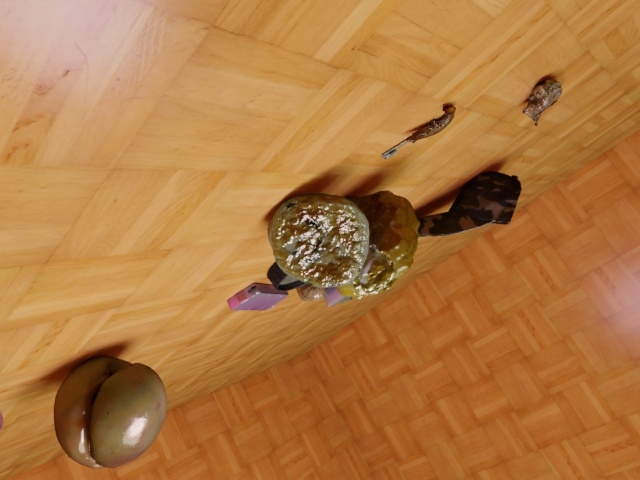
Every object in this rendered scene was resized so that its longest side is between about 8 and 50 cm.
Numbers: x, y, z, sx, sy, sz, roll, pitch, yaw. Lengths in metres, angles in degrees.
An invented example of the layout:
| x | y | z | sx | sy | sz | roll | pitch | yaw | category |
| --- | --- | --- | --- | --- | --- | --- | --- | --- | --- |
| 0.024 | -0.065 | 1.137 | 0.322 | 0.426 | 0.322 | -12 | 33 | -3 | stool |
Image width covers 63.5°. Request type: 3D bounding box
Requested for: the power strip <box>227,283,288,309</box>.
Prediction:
| x | y | z | sx | sy | sz | roll | pitch | yaw | category |
| --- | --- | --- | --- | --- | --- | --- | --- | --- | --- |
| -0.194 | 0.185 | 1.666 | 0.109 | 0.037 | 0.279 | -34 | 164 | 12 | power strip |

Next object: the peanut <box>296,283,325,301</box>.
| x | y | z | sx | sy | sz | roll | pitch | yaw | category |
| --- | --- | --- | --- | --- | --- | --- | --- | --- | --- |
| -0.037 | 0.164 | 1.742 | 0.082 | 0.082 | 0.187 | -25 | -178 | -17 | peanut |

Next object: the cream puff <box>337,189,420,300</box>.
| x | y | z | sx | sy | sz | roll | pitch | yaw | category |
| --- | --- | --- | --- | --- | --- | --- | --- | --- | --- |
| 0.130 | 0.018 | 1.283 | 0.282 | 0.281 | 0.185 | -33 | 144 | 12 | cream puff |

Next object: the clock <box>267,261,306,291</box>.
| x | y | z | sx | sy | sz | roll | pitch | yaw | category |
| --- | --- | --- | --- | --- | --- | --- | --- | --- | --- |
| -0.028 | 0.065 | 1.561 | 0.281 | 0.055 | 0.280 | -28 | 164 | -9 | clock |

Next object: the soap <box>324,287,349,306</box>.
| x | y | z | sx | sy | sz | roll | pitch | yaw | category |
| --- | --- | --- | --- | --- | --- | --- | --- | --- | --- |
| 0.109 | 0.118 | 1.814 | 0.199 | 0.138 | 0.182 | -39 | 161 | 30 | soap |

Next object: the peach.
| x | y | z | sx | sy | sz | roll | pitch | yaw | category |
| --- | --- | --- | --- | --- | --- | --- | --- | --- | --- |
| -0.557 | 0.457 | 1.382 | 0.292 | 0.292 | 0.247 | -32 | -170 | 8 | peach |

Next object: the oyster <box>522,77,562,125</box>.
| x | y | z | sx | sy | sz | roll | pitch | yaw | category |
| --- | --- | --- | --- | --- | --- | --- | --- | --- | --- |
| 0.564 | -0.355 | 1.310 | 0.105 | 0.056 | 0.177 | -48 | 160 | 19 | oyster |

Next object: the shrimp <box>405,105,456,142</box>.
| x | y | z | sx | sy | sz | roll | pitch | yaw | category |
| --- | --- | --- | --- | --- | --- | --- | --- | --- | --- |
| 0.239 | -0.248 | 1.113 | 0.127 | 0.025 | 0.091 | -30 | 165 | -16 | shrimp |

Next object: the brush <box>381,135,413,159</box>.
| x | y | z | sx | sy | sz | roll | pitch | yaw | category |
| --- | --- | --- | --- | --- | --- | --- | --- | --- | --- |
| 0.174 | -0.207 | 1.152 | 0.084 | 0.013 | 0.016 | -33 | 162 | 6 | brush |

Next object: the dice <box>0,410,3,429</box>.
| x | y | z | sx | sy | sz | roll | pitch | yaw | category |
| --- | --- | --- | --- | --- | --- | --- | --- | --- | --- |
| -0.807 | 0.420 | 1.203 | 0.094 | 0.091 | 0.093 | -25 | 164 | -14 | dice |

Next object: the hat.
| x | y | z | sx | sy | sz | roll | pitch | yaw | category |
| --- | --- | --- | --- | --- | --- | --- | --- | --- | --- |
| 0.480 | -0.124 | 1.787 | 0.382 | 0.257 | 0.366 | 7 | 178 | -2 | hat |

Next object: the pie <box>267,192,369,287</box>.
| x | y | z | sx | sy | sz | roll | pitch | yaw | category |
| --- | --- | --- | --- | --- | --- | --- | --- | --- | --- |
| 0.000 | 0.000 | 1.135 | 0.241 | 0.240 | 0.054 | -36 | -159 | 19 | pie |
